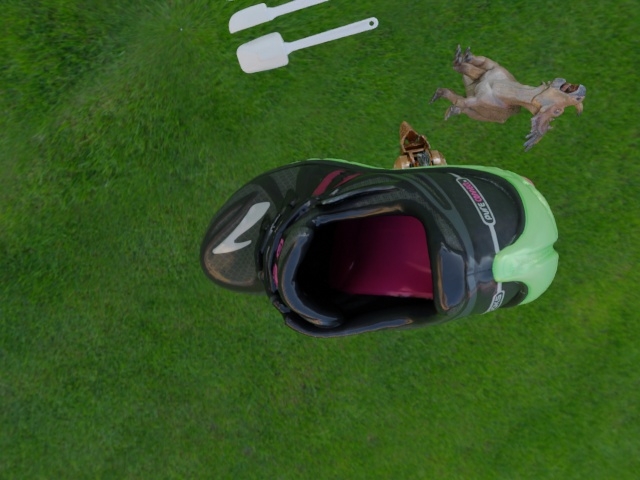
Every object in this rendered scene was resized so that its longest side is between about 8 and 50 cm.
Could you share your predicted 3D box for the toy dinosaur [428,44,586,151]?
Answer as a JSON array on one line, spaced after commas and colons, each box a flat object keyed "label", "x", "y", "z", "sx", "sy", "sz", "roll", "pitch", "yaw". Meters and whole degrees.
[{"label": "toy dinosaur", "x": 0.316, "y": -0.247, "z": 1.089, "sx": 0.201, "sy": 0.295, "sz": 0.127, "roll": 20, "pitch": 106, "yaw": -8}]

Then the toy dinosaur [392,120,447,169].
[{"label": "toy dinosaur", "x": 0.194, "y": -0.098, "z": 1.129, "sx": 0.165, "sy": 0.321, "sz": 0.218, "roll": 8, "pitch": 144, "yaw": 16}]

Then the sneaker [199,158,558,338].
[{"label": "sneaker", "x": 0.000, "y": 0.000, "z": 0.677, "sx": 0.202, "sy": 0.483, "sz": 0.185, "roll": -16, "pitch": 98, "yaw": -43}]

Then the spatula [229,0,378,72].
[{"label": "spatula", "x": -0.037, "y": -0.374, "z": 0.987, "sx": 0.242, "sy": 0.019, "sz": 0.168, "roll": -13, "pitch": 117, "yaw": 10}]
